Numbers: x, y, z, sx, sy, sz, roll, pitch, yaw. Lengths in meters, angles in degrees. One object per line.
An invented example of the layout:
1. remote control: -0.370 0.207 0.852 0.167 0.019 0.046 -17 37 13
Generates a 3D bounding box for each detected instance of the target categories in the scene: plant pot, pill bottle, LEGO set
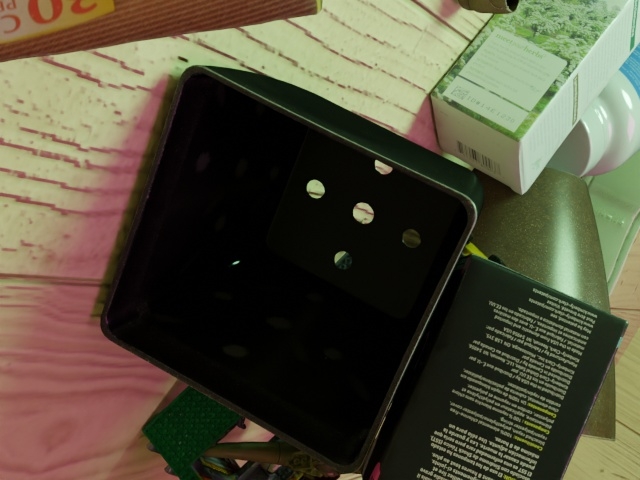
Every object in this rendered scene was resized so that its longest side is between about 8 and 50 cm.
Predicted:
1. plant pot: 0.000 0.000 0.706 0.187 0.188 0.167 -68 167 21
2. plant pot: 0.178 0.052 1.014 0.215 0.215 0.230 27 72 -65
3. pill bottle: 0.285 -0.140 1.113 0.221 0.124 0.124 -33 146 -42
4. LEGO set: 0.039 0.155 0.868 0.331 0.255 0.192 -51 155 -5

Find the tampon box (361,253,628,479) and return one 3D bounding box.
1. tampon box: 0.101 0.102 0.682 0.120 0.101 0.161 72 42 -86

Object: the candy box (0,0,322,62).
1. candy box: -0.084 -0.199 0.299 0.183 0.087 0.316 -12 140 -15

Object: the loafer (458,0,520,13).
1. loafer: 0.153 -0.239 0.837 0.056 0.050 0.148 -26 142 -49

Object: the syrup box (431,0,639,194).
1. syrup box: 0.206 -0.169 0.966 0.237 0.093 0.096 -51 155 -14

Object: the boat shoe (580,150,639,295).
1. boat shoe: 0.301 -0.002 1.321 0.340 0.127 0.113 -62 178 4
